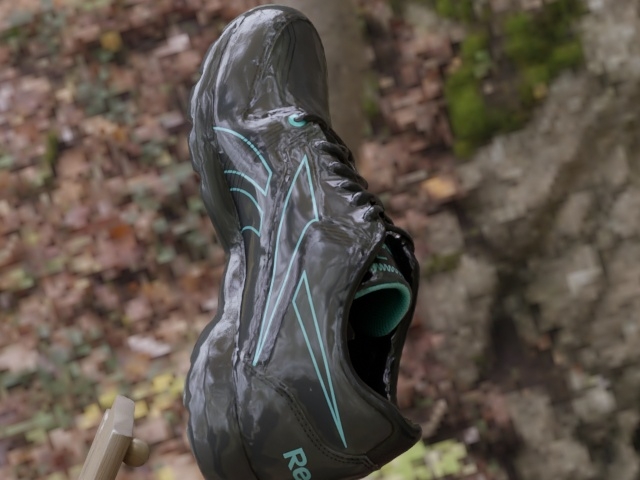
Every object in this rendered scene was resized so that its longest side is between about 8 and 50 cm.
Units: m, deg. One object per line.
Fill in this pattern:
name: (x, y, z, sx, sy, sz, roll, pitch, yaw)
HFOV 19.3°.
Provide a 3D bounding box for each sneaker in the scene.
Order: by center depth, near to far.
sneaker: (0.000, 0.000, 0.922, 0.106, 0.267, 0.101, -16, -27, 29)

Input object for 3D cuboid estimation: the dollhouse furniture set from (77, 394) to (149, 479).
dollhouse furniture set: (-0.040, 0.144, 0.814, 0.151, 0.123, 0.144, 21, 8, -8)
